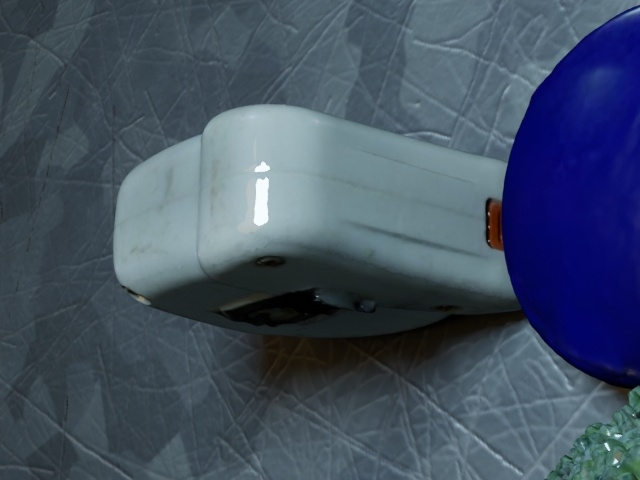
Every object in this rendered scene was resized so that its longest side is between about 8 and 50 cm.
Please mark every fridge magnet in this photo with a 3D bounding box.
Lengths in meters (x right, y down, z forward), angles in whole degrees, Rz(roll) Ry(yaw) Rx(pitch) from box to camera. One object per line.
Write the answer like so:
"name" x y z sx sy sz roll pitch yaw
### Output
"fridge magnet" 0.232 -0.032 1.097 0.265 0.113 0.265 -17 65 42

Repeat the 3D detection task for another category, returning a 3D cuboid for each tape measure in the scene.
"tape measure" 0.000 0.000 1.238 0.265 0.258 0.130 -21 64 49

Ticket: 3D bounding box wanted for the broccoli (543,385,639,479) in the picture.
"broccoli" 0.200 0.250 0.941 0.302 0.249 0.375 31 96 49
